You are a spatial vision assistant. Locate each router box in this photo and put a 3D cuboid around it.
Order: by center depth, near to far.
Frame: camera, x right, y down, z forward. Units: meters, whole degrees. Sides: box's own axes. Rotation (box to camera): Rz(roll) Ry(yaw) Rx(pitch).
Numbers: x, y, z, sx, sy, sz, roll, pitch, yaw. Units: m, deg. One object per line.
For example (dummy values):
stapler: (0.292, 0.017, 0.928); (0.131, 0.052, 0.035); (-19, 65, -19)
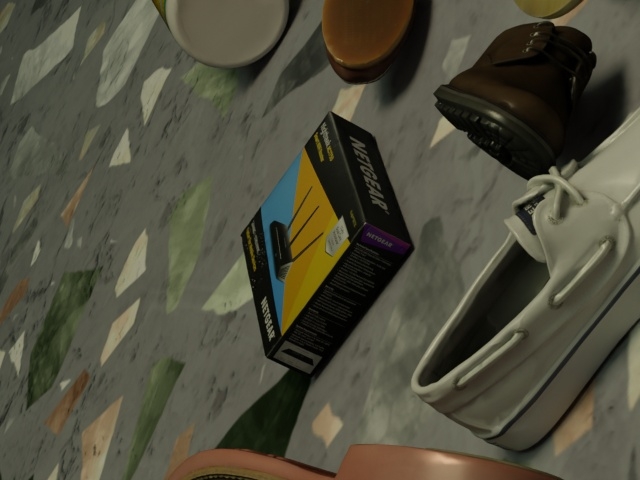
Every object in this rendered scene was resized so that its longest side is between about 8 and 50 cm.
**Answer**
router box: (0.000, 0.000, 1.429); (0.133, 0.046, 0.179); (-54, 25, 20)

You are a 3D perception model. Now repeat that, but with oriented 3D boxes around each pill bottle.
pill bottle: (-0.107, -0.250, 1.830); (0.117, 0.118, 0.208); (-58, 23, 12)

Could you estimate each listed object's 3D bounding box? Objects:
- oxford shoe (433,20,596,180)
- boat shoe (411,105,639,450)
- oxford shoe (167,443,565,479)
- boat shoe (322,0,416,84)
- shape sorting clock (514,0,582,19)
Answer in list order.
oxford shoe: (0.126, -0.097, 1.171); (0.096, 0.083, 0.227); (-49, 8, 10)
boat shoe: (0.145, 0.003, 1.071); (0.258, 0.084, 0.095); (-59, 23, 10)
oxford shoe: (-0.002, 0.205, 1.107); (0.397, 0.140, 0.146); (-19, 56, 62)
boat shoe: (0.045, -0.198, 1.531); (0.073, 0.073, 0.207); (85, -167, -51)
shape sorting clock: (0.145, -0.225, 1.044); (0.206, 0.040, 0.206); (-171, 90, -78)
